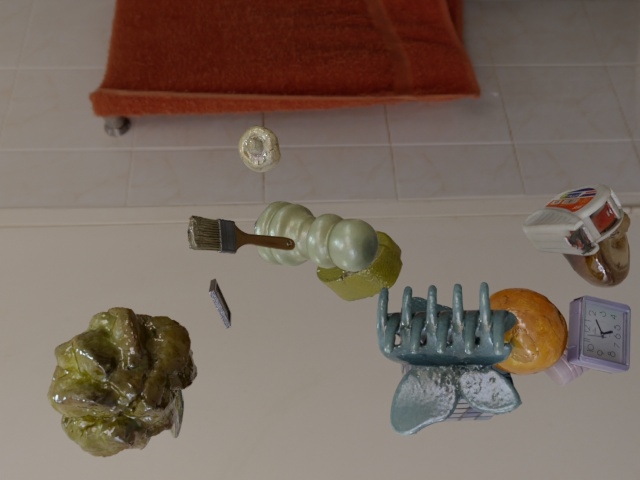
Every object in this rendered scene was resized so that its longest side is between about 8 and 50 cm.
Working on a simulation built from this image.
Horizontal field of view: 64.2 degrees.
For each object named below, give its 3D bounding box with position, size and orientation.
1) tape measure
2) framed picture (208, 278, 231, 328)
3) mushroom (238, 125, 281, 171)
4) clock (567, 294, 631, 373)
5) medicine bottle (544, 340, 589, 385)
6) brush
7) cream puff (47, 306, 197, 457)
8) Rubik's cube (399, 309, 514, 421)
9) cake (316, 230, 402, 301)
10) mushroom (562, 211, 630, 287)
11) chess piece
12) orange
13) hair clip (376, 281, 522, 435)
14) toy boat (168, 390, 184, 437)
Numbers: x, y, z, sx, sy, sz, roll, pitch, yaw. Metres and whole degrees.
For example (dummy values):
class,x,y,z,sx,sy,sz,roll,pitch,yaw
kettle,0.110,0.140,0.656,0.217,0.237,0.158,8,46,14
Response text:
class,x,y,z,sx,sy,sz,roll,pitch,yaw
tape measure,0.761,-0.055,1.525,0.130,0.265,0.258,55,169,-8
framed picture,-0.391,0.246,1.999,0.128,0.023,0.168,-117,6,-72
mushroom,-0.203,-0.305,1.700,0.122,0.154,0.154,-3,-88,-68
clock,0.784,0.264,1.440,0.073,0.145,0.193,101,-178,-71
medicine bottle,0.845,0.354,1.661,0.133,0.250,0.133,54,176,5
brush,-0.094,-0.002,0.650,0.014,0.170,0.043,-16,74,40
cream puff,-0.324,0.232,0.852,0.244,0.196,0.243,29,-129,-44
Rubik's cube,0.423,0.412,1.654,0.293,0.292,0.286,85,-178,-57
cake,0.123,0.082,1.576,0.156,0.261,0.179,40,-128,-33
mushroom,1.016,0.003,1.827,0.260,0.346,0.344,-25,62,52
chess piece,0.000,0.000,1.328,0.331,0.182,0.182,10,106,41
orange,0.553,0.252,1.418,0.246,0.247,0.245,178,90,-86
hair clip,0.302,0.243,1.227,0.238,0.319,0.391,58,-144,-44
toy boat,-0.337,0.359,1.142,0.066,0.085,0.210,-29,-56,-50
